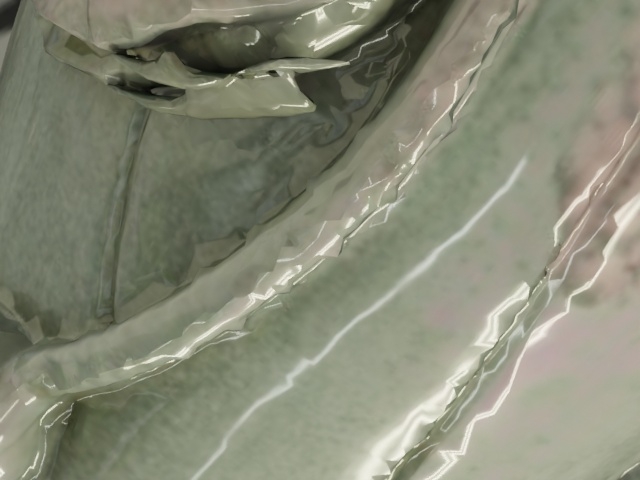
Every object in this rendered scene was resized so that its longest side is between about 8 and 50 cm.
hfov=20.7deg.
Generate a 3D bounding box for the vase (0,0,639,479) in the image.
[{"bbox_3d":[0.000,0.000,0.452,0.445,0.250,0.250,-54,-164,7],"label":"vase"}]
